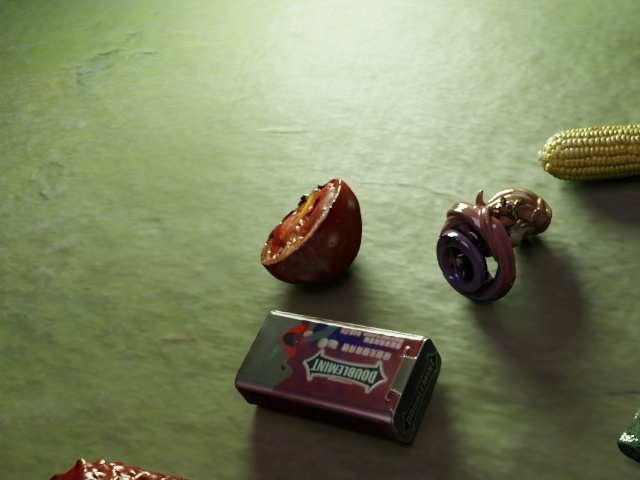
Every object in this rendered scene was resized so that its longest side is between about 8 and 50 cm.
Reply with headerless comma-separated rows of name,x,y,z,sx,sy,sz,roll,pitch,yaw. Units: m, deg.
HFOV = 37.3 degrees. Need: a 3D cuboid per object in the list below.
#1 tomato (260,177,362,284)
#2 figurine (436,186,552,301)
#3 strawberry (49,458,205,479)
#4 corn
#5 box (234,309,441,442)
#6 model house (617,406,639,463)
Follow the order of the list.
tomato,0.000,0.000,1.250,0.159,0.091,0.139,-30,27,40
figurine,0.207,-0.014,1.139,0.114,0.126,0.157,38,70,-2
strawberry,-0.206,0.354,0.977,0.261,0.258,0.261,-33,44,39
corn,0.373,-0.110,1.172,0.206,0.067,0.067,-2,51,22
box,0.018,0.155,1.117,0.224,0.069,0.120,6,56,31
model house,0.343,0.183,0.929,0.079,0.066,0.083,24,67,41
